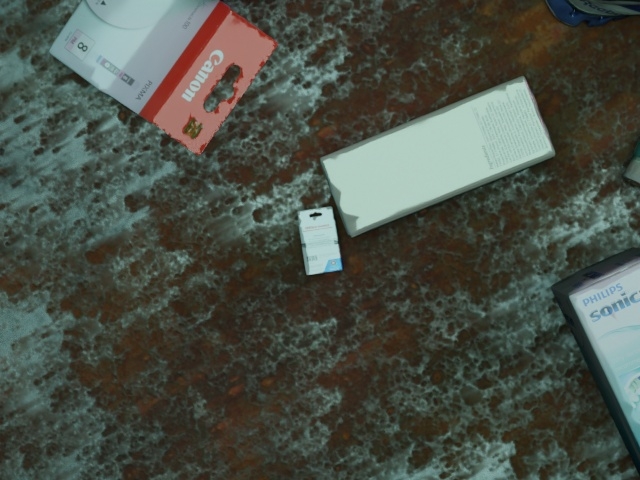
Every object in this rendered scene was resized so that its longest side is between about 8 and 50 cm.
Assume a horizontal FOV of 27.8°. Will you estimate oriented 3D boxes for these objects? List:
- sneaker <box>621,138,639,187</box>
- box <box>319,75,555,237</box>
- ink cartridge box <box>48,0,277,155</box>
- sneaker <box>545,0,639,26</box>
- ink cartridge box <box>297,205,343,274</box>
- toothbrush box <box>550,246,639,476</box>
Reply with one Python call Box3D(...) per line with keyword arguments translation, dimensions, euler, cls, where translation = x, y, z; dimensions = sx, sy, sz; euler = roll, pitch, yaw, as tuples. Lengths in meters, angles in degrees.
Box3D(translation=(0.525, -0.065, 1.556), dimensions=(0.302, 0.108, 0.121), euler=(28, 95, 18), cls="sneaker")
Box3D(translation=(0.146, -0.102, 1.617), dimensions=(0.275, 0.094, 0.113), euler=(-20, 89, 6), cls="box")
Box3D(translation=(-0.203, -0.252, 1.665), dimensions=(0.232, 0.066, 0.189), euler=(36, 94, 7), cls="ink cartridge box")
Box3D(translation=(0.431, -0.327, 1.542), dimensions=(0.316, 0.182, 0.127), euler=(-9, 92, 5), cls="sneaker")
Box3D(translation=(0.000, 0.000, 1.664), dimensions=(0.048, 0.028, 0.083), euler=(-8, 91, 5), cls="ink cartridge box")
Box3D(translation=(0.399, 0.165, 1.540), dimensions=(0.126, 0.216, 0.295), euler=(-26, 88, 5), cls="toothbrush box")
